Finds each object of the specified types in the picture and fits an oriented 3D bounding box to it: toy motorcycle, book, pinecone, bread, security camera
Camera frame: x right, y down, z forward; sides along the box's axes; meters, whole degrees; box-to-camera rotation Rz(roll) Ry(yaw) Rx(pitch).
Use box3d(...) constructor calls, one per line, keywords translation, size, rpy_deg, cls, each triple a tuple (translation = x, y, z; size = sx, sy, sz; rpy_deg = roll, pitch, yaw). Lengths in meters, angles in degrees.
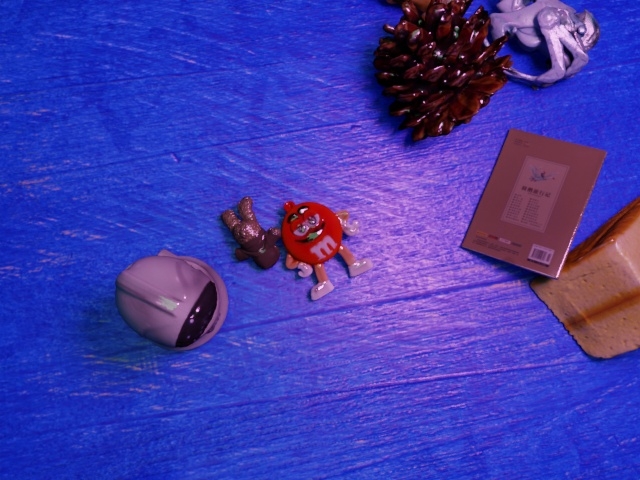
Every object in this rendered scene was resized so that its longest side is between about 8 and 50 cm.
box3d(translation=(0.493, -0.469, 1.353), size=(0.260, 0.154, 0.206), rpy_deg=(34, 103, 8), cls="toy motorcycle")
box3d(translation=(0.472, -0.089, 1.305), size=(0.217, 0.021, 0.310), rpy_deg=(21, 79, 25), cls="book")
box3d(translation=(0.254, -0.384, 1.262), size=(0.298, 0.242, 0.296), rpy_deg=(-35, 85, 7), cls="pinecone")
box3d(translation=(0.706, 0.059, 1.329), size=(0.361, 0.245, 0.233), rpy_deg=(-34, 83, -39), cls="bread")
box3d(translation=(-0.283, 0.115, 1.129), size=(0.191, 0.277, 0.197), rpy_deg=(30, 80, 2), cls="security camera")

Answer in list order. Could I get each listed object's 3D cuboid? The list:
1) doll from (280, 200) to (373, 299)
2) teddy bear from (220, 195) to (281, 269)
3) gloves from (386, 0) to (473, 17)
box3d(translation=(0.000, 0.000, 1.268), size=(0.183, 0.085, 0.217), rpy_deg=(-30, 94, -7), cls="doll")
box3d(translation=(-0.148, -0.009, 1.253), size=(0.119, 0.078, 0.160), rpy_deg=(-34, 92, 18), cls="teddy bear")
box3d(translation=(0.200, -0.614, 1.349), size=(0.331, 0.141, 0.154), rpy_deg=(29, 106, -9), cls="gloves")
